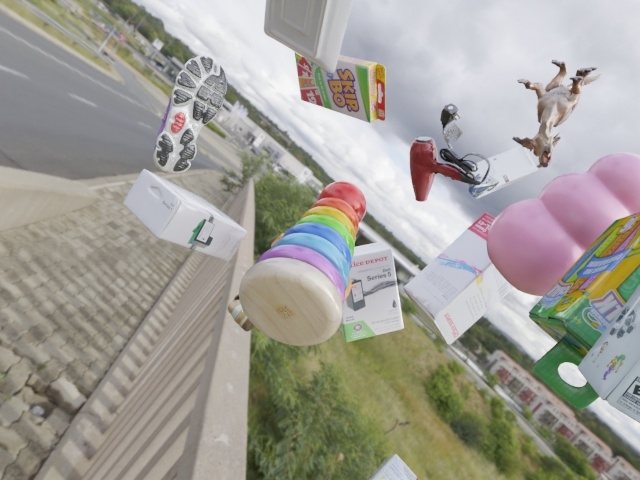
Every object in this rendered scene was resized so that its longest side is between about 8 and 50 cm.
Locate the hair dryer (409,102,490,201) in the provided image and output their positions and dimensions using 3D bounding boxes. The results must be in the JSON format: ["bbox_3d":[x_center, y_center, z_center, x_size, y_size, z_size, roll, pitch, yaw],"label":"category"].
[{"bbox_3d":[0.320,-0.200,1.150,0.293,0.080,0.224,116,-42,-63],"label":"hair dryer"}]

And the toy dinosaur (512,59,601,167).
[{"bbox_3d":[0.582,-0.322,1.048,0.127,0.295,0.201,27,-38,39],"label":"toy dinosaur"}]

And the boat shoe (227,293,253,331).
[{"bbox_3d":[-0.147,0.136,0.868,0.072,0.068,0.190,36,-6,4],"label":"boat shoe"}]

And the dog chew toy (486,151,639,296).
[{"bbox_3d":[0.502,-0.038,0.830,0.206,0.332,0.207,33,30,-22],"label":"dog chew toy"}]

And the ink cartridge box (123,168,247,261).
[{"bbox_3d":[-0.295,-0.051,0.932,0.160,0.093,0.219,35,3,32],"label":"ink cartridge box"}]

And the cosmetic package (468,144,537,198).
[{"bbox_3d":[0.665,-0.256,1.561,0.085,0.231,0.118,79,-13,-79],"label":"cosmetic package"}]

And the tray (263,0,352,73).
[{"bbox_3d":[-0.018,-0.369,0.573,0.145,0.030,0.270,35,-32,10],"label":"tray"}]

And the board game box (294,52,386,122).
[{"bbox_3d":[0.042,-0.355,0.955,0.259,0.039,0.124,29,-37,35],"label":"board game box"}]

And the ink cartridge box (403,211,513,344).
[{"bbox_3d":[0.399,0.109,1.138,0.131,0.306,0.226,49,-2,41],"label":"ink cartridge box"}]

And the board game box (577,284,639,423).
[{"bbox_3d":[0.462,0.088,0.416,0.224,0.304,0.097,32,12,12],"label":"board game box"}]

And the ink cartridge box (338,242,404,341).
[{"bbox_3d":[0.141,0.162,1.353,0.115,0.198,0.273,-140,-141,-78],"label":"ink cartridge box"}]

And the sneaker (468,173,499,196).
[{"bbox_3d":[0.497,-0.177,1.310,0.135,0.052,0.058,-18,62,-37],"label":"sneaker"}]

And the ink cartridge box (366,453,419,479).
[{"bbox_3d":[0.142,0.582,0.913,0.128,0.176,0.127,44,-18,22],"label":"ink cartridge box"}]

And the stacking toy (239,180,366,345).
[{"bbox_3d":[0.000,0.000,0.661,0.141,0.141,0.330,39,37,-10],"label":"stacking toy"}]

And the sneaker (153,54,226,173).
[{"bbox_3d":[-0.193,-0.178,0.584,0.068,0.170,0.071,26,3,-41],"label":"sneaker"}]

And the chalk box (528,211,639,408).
[{"bbox_3d":[0.449,0.118,0.613,0.180,0.289,0.179,41,3,13],"label":"chalk box"}]

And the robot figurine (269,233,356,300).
[{"bbox_3d":[-0.023,0.080,0.938,0.219,0.128,0.158,36,20,-9],"label":"robot figurine"}]
